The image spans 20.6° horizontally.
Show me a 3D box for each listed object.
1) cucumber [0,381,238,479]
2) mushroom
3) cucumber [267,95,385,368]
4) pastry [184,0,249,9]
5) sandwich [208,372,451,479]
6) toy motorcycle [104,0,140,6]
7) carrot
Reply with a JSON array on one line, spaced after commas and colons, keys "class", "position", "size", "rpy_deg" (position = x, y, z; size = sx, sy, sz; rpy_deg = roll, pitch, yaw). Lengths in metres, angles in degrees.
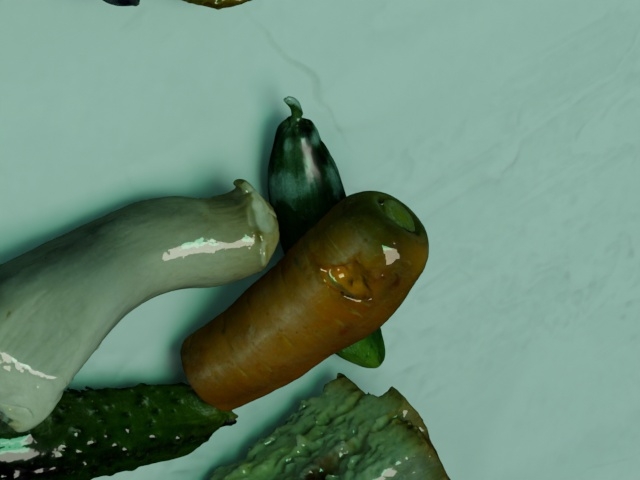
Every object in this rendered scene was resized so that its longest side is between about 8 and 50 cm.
[{"class": "cucumber", "position": [-0.152, 0.132, 1.205], "size": [0.227, 0.069, 0.069], "rpy_deg": [-4, 112, -39]}, {"class": "mushroom", "position": [-0.146, 0.034, 1.146], "size": [0.278, 0.096, 0.099], "rpy_deg": [-32, 134, -31]}, {"class": "cucumber", "position": [0.000, 0.000, 1.266], "size": [0.056, 0.056, 0.250], "rpy_deg": [-32, 126, -22]}, {"class": "pastry", "position": [-0.065, -0.198, 1.129], "size": [0.097, 0.057, 0.109], "rpy_deg": [-47, 128, -8]}, {"class": "sandwich", "position": [-0.015, 0.295, 1.312], "size": [0.325, 0.131, 0.262], "rpy_deg": [-37, 123, -12]}, {"class": "toy motorcycle", "position": [-0.196, -0.218, 1.008], "size": [0.157, 0.091, 0.263], "rpy_deg": [-39, 126, -7]}, {"class": "carrot", "position": [-0.007, 0.046, 1.215], "size": [0.087, 0.087, 0.193], "rpy_deg": [26, 120, -40]}]
